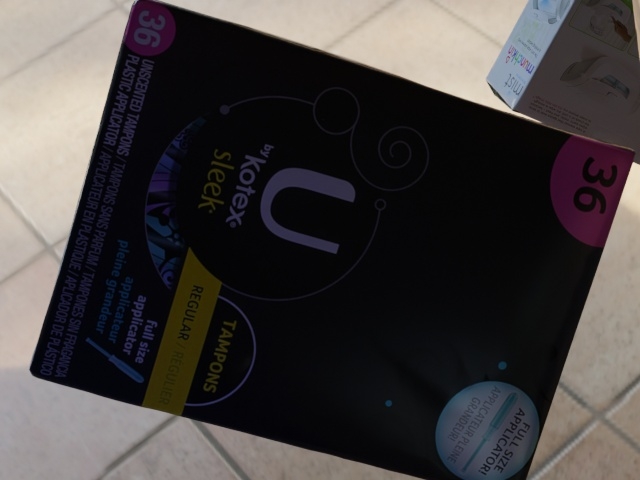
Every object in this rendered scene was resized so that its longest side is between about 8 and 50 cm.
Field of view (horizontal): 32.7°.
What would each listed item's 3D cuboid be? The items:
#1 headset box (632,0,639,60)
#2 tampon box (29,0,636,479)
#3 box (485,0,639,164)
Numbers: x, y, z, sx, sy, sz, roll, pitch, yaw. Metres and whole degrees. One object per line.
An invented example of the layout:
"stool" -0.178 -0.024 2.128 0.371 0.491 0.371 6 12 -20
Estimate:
"headset box" 0.379 -0.139 0.697 0.293 0.110 0.218 -18 39 4
"tampon box" 0.000 0.000 0.374 0.161 0.101 0.120 15 97 -9
"box" 0.377 -0.226 1.320 0.262 0.231 0.126 19 22 -18
